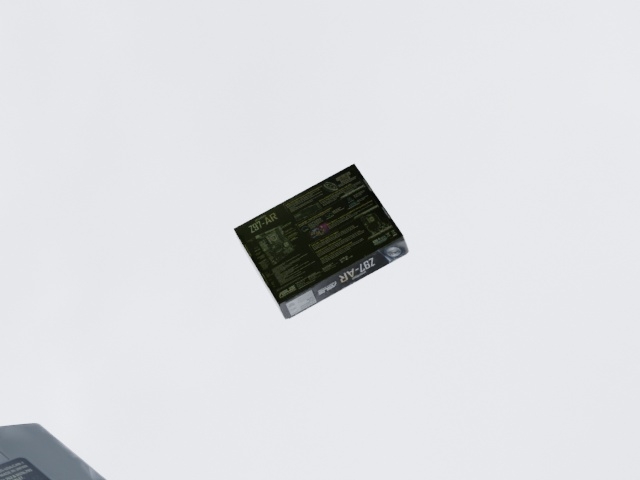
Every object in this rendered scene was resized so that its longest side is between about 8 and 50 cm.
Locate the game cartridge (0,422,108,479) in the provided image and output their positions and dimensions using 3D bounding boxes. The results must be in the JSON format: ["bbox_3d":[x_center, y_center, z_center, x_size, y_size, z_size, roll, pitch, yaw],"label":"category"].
[{"bbox_3d":[-0.306,0.247,1.626,0.198,0.297,0.062,30,-59,33],"label":"game cartridge"}]

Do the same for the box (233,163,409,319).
[{"bbox_3d":[0.000,0.000,1.137,0.083,0.018,0.067,-29,-128,-5],"label":"box"}]
